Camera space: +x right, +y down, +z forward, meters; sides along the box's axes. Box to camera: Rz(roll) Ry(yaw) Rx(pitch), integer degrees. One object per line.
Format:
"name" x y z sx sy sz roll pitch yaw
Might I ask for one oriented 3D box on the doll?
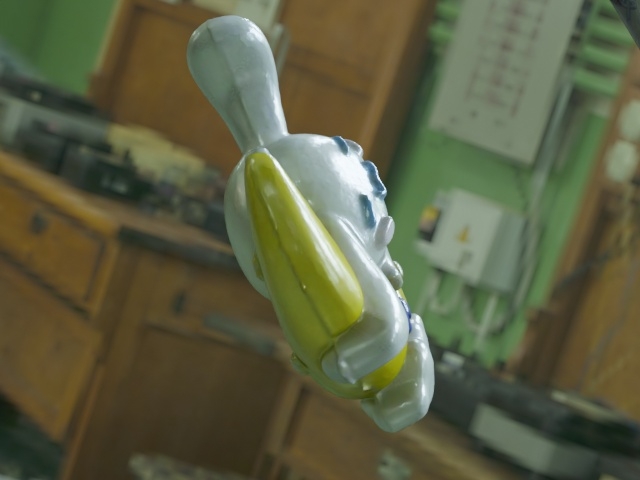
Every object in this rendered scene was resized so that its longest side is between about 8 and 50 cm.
"doll" 0.000 0.000 1.309 0.237 0.111 0.252 50 17 -45

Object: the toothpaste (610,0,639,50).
"toothpaste" 0.265 -0.260 1.838 0.048 0.301 0.075 -27 6 -11
